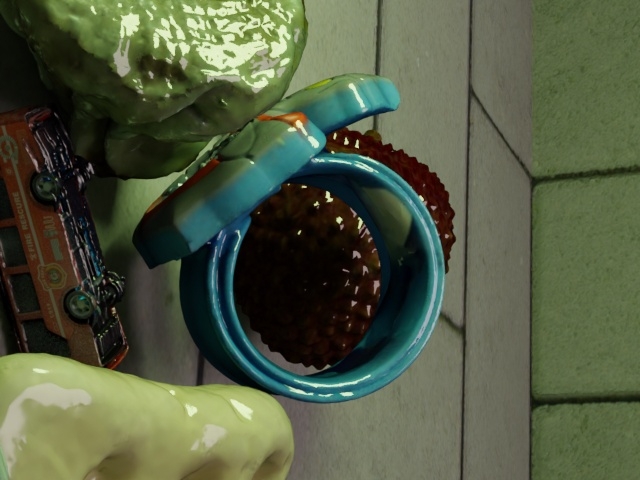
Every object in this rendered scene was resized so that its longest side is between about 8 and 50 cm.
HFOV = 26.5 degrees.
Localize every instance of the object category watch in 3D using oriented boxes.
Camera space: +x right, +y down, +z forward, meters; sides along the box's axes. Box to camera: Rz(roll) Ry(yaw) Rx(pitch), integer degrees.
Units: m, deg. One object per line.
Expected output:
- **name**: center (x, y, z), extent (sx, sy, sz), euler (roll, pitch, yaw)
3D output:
- **watch**: center (0.000, 0.000, 1.323), extent (0.274, 0.305, 0.241), euler (53, -15, -8)

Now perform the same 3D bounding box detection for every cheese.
- **cheese**: center (-0.171, 0.181, 1.120), extent (0.351, 0.129, 0.328), euler (-47, 135, -33)

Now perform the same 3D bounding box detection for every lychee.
- **lychee**: center (0.012, -0.002, 1.549), extent (0.276, 0.275, 0.304), euler (59, 42, -48)

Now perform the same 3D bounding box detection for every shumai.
- **shumai**: center (-0.185, -0.180, 1.235), extent (0.263, 0.304, 0.309), euler (122, -20, -48)

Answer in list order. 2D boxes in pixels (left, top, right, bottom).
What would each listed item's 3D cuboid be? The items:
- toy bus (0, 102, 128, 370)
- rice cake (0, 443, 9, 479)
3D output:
- **toy bus**: center (-0.231, 0.003, 1.155), extent (0.073, 0.096, 0.235), euler (-45, 127, -66)
- **rice cake**: center (-0.276, 0.077, 0.938), extent (0.042, 0.080, 0.222), euler (22, 47, -65)
